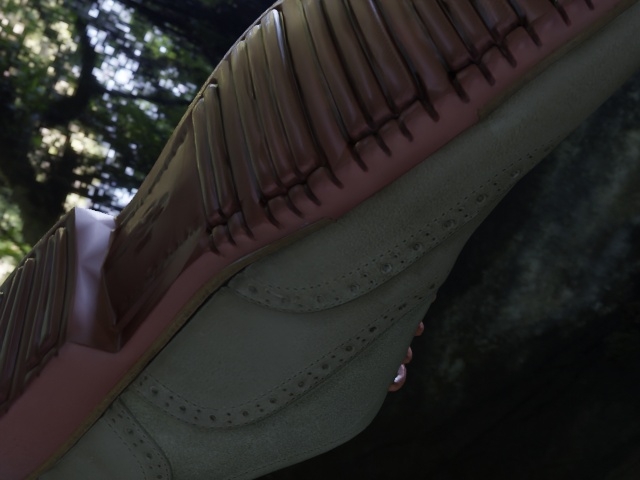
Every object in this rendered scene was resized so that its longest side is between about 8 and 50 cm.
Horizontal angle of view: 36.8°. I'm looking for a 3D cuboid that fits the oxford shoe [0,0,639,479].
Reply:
[{"bbox_3d":[0.000,0.000,0.423,0.397,0.146,0.140,-36,-145,24],"label":"oxford shoe"}]
